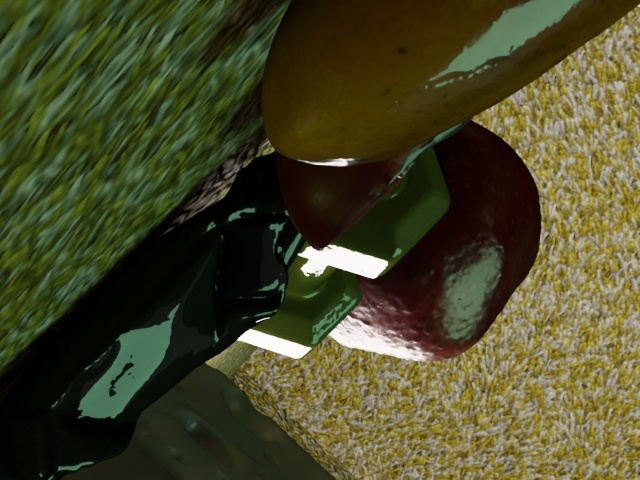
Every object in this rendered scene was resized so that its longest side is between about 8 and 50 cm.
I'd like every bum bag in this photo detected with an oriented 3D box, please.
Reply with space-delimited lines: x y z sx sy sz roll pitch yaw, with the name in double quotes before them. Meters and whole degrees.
"bum bag" -0.095 0.056 0.962 0.326 0.080 0.142 -46 -179 -18

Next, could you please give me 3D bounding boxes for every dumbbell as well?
"dumbbell" 0.000 0.000 1.266 0.121 0.108 0.302 -45 177 -24

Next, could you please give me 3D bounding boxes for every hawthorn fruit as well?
"hawthorn fruit" 0.092 -0.021 1.494 0.230 0.210 0.266 -39 160 -24

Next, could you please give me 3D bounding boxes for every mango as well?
"mango" 0.057 -0.111 0.680 0.217 0.102 0.141 -43 -160 -11

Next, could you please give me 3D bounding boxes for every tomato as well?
"tomato" 0.036 -0.082 0.879 0.166 0.082 0.174 -40 -173 43

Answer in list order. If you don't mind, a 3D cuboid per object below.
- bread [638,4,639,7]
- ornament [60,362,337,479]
"bread" 0.379 -0.318 1.557 0.143 0.195 0.270 -33 173 -48
"ornament" -0.135 0.229 1.186 0.240 0.239 0.240 -47 177 11
